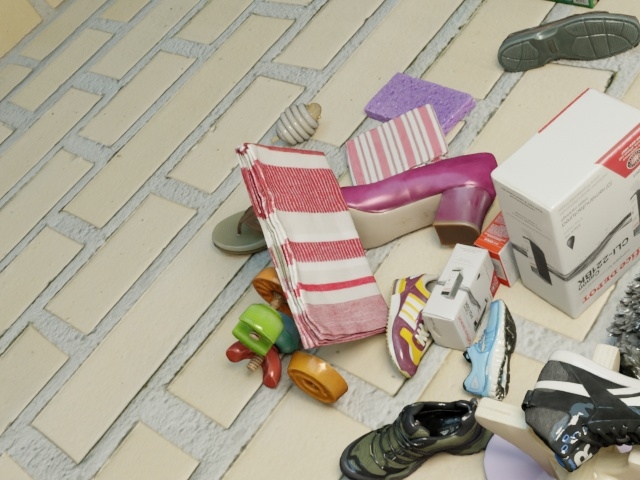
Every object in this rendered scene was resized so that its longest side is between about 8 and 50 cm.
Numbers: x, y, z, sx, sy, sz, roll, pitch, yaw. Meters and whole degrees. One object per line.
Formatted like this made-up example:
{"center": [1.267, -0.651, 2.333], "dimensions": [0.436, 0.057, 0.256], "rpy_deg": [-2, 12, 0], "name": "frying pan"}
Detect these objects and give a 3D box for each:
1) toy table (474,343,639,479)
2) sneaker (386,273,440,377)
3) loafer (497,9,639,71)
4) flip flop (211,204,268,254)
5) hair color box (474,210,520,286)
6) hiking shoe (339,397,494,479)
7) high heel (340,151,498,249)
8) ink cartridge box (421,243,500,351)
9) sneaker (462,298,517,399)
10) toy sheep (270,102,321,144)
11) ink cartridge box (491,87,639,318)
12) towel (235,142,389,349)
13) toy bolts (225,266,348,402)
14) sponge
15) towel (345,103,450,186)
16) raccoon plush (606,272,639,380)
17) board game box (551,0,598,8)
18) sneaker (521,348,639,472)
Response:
{"center": [0.319, 0.270, 0.941], "dimensions": [0.274, 0.161, 0.252], "rpy_deg": [-1, 52, 27], "name": "toy table"}
{"center": [0.155, 0.128, 1.222], "dimensions": [0.084, 0.069, 0.185], "rpy_deg": [-15, 47, 23], "name": "sneaker"}
{"center": [0.478, -0.400, 1.500], "dimensions": [0.268, 0.096, 0.084], "rpy_deg": [-6, 44, 27], "name": "loafer"}
{"center": [-0.087, -0.048, 1.503], "dimensions": [0.277, 0.080, 0.112], "rpy_deg": [-12, 47, 20], "name": "flip flop"}
{"center": [0.324, -0.019, 1.242], "dimensions": [0.167, 0.093, 0.053], "rpy_deg": [-47, 46, -16], "name": "hair color box"}
{"center": [0.122, 0.268, 1.083], "dimensions": [0.227, 0.114, 0.086], "rpy_deg": [-22, 44, 10], "name": "hiking shoe"}
{"center": [0.128, -0.083, 1.396], "dimensions": [0.377, 0.127, 0.181], "rpy_deg": [6, 53, 22], "name": "high heel"}
{"center": [0.220, 0.090, 1.198], "dimensions": [0.056, 0.099, 0.135], "rpy_deg": [12, 60, 35], "name": "ink cartridge box"}
{"center": [0.246, 0.157, 1.152], "dimensions": [0.073, 0.063, 0.162], "rpy_deg": [-3, 50, 31], "name": "sneaker"}
{"center": [-0.052, -0.249, 1.664], "dimensions": [0.132, 0.091, 0.091], "rpy_deg": [-39, 42, 13], "name": "toy sheep"}
{"center": [0.375, -0.045, 1.110], "dimensions": [0.197, 0.273, 0.114], "rpy_deg": [-41, 48, -9], "name": "ink cartridge box"}
{"center": [0.000, 0.000, 1.210], "dimensions": [0.037, 0.237, 0.329], "rpy_deg": [-29, 76, 31], "name": "towel"}
{"center": [-0.034, 0.145, 1.248], "dimensions": [0.218, 0.228, 0.158], "rpy_deg": [37, 63, -2], "name": "toy bolts"}
{"center": [0.200, -0.275, 1.582], "dimensions": [0.117, 0.031, 0.210], "rpy_deg": [-48, 47, -14], "name": "sponge"}
{"center": [0.146, -0.176, 1.504], "dimensions": [0.197, 0.029, 0.144], "rpy_deg": [-24, 51, 15], "name": "towel"}
{"center": [0.474, 0.007, 0.960], "dimensions": [0.216, 0.299, 0.446], "rpy_deg": [-1, 50, 11], "name": "raccoon plush"}
{"center": [0.516, -0.616, 1.701], "dimensions": [0.213, 0.046, 0.317], "rpy_deg": [-47, 46, -14], "name": "board game box"}
{"center": [0.320, 0.209, 0.833], "dimensions": [0.217, 0.079, 0.121], "rpy_deg": [19, 66, 46], "name": "sneaker"}
